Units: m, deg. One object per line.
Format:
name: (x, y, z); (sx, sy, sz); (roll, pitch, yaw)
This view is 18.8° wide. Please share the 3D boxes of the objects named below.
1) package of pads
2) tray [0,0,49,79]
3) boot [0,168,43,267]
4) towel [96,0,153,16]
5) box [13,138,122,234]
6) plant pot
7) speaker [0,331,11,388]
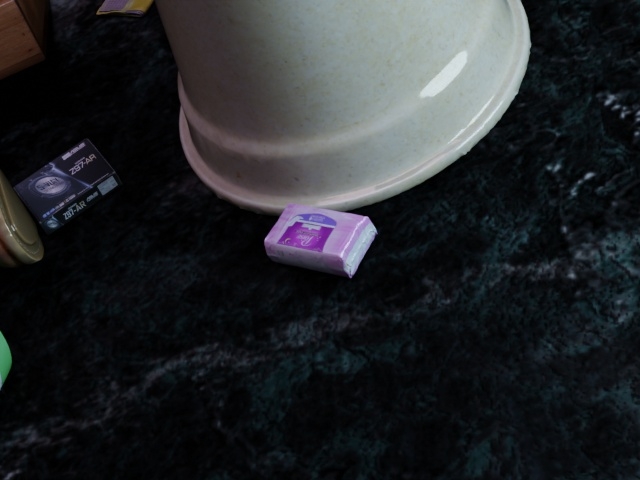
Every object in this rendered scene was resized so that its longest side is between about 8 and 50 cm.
package of pads: (0.000, 0.000, 1.604); (0.083, 0.032, 0.050); (11, 54, 33)
tray: (-0.467, -0.152, 1.912); (0.410, 0.076, 0.203); (-25, 24, 4)
boot: (-0.382, -0.006, 1.739); (0.220, 0.109, 0.283); (-34, 41, -9)
towel: (-0.186, -0.255, 1.955); (0.060, 0.009, 0.083); (5, 52, 31)
box: (-0.232, -0.050, 1.775); (0.083, 0.018, 0.067); (-35, 44, -7)
plant pot: (-0.023, -0.244, 1.648); (0.333, 0.305, 0.334); (-14, 45, 14)
speaker: (-0.379, 0.167, 1.540); (0.131, 0.131, 0.296); (12, 46, 34)
